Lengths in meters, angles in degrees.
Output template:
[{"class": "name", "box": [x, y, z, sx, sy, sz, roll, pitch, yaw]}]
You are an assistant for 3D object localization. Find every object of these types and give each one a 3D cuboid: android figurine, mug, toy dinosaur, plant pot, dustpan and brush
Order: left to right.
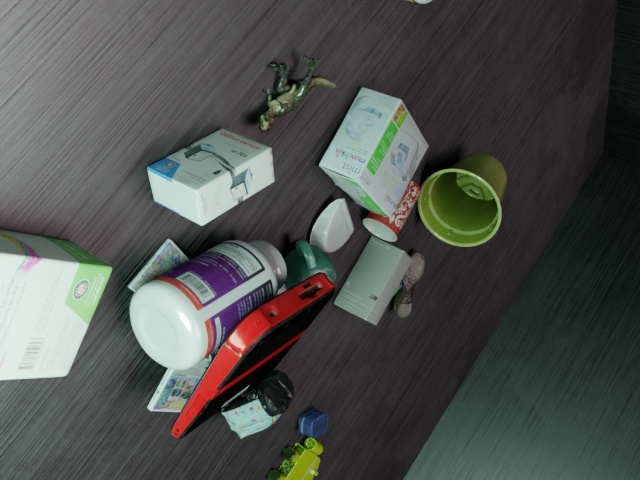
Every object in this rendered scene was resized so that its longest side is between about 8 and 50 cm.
[{"class": "toy dinosaur", "box": [-0.052, -0.323, 1.345, 0.268, 0.064, 0.118, -40, 149, -36]}, {"class": "android figurine", "box": [-0.080, 0.776, 2.139, 0.248, 0.056, 0.273, -53, 146, -16]}, {"class": "mug", "box": [-0.033, 0.085, 1.606, 0.129, 0.097, 0.158, -46, 139, 9]}, {"class": "dustpan and brush", "box": [0.000, 0.000, 1.678, 0.211, 0.060, 0.147, -55, 148, -26]}, {"class": "mug", "box": [0.208, -0.105, 1.847, 0.169, 0.113, 0.150, -57, 150, -17]}, {"class": "plant pot", "box": [0.494, -0.161, 2.119, 0.254, 0.276, 0.276, -46, 147, -47]}]

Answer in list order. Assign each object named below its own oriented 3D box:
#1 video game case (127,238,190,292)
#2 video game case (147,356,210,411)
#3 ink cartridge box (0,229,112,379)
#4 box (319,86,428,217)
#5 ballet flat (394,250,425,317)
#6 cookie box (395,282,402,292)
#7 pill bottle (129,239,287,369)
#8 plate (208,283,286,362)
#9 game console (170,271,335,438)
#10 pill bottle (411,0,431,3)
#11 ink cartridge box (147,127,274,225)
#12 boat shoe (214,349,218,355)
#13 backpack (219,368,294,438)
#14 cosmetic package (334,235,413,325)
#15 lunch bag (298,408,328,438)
[{"class": "video game case", "box": [-0.321, 0.065, 1.281, 0.122, 0.011, 0.087, -53, 148, -16]}, {"class": "video game case", "box": [-0.313, 0.331, 1.488, 0.143, 0.019, 0.157, -62, 150, -1]}, {"class": "ink cartridge box", "box": [-0.504, 0.088, 0.921, 0.353, 0.119, 0.207, 16, 100, -60]}, {"class": "box", "box": [0.141, -0.219, 1.646, 0.231, 0.127, 0.262, -61, 150, -6]}, {"class": "ballet flat", "box": [0.303, 0.150, 2.240, 0.084, 0.058, 0.249, 5, 107, -20]}, {"class": "cookie box", "box": [0.227, 0.139, 2.123, 0.092, 0.040, 0.107, -45, 144, -26]}, {"class": "pill bottle", "box": [-0.211, 0.112, 1.298, 0.323, 0.181, 0.181, -32, 138, -50]}, {"class": "plate", "box": [-0.181, 0.214, 1.552, 0.278, 0.045, 0.277, -40, 138, -39]}, {"class": "game console", "box": [-0.135, 0.235, 1.390, 0.342, 0.060, 0.386, -53, 166, 27]}, {"class": "pill bottle", "box": [0.139, -0.558, 1.293, 0.117, 0.215, 0.117, -36, 140, -37]}, {"class": "ink cartridge box", "box": [-0.200, -0.123, 1.193, 0.191, 0.140, 0.082, -38, 139, -36]}, {"class": "boat shoe", "box": [-0.185, 0.241, 1.468, 0.135, 0.050, 0.045, -25, 133, -49]}, {"class": "backpack", "box": [-0.165, 0.417, 1.617, 0.182, 0.115, 0.152, -31, 178, 25]}, {"class": "cosmetic package", "box": [0.162, 0.120, 1.931, 0.238, 0.127, 0.107, -63, 150, -3]}, {"class": "lunch bag", "box": [-0.023, 0.588, 2.070, 0.098, 0.065, 0.067, -11, 107, -51]}]
